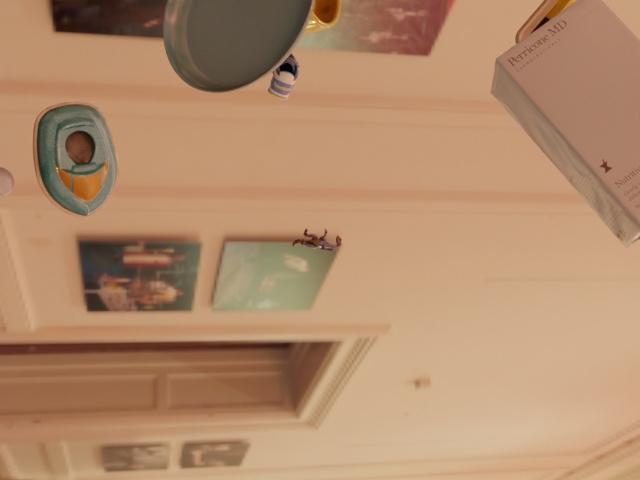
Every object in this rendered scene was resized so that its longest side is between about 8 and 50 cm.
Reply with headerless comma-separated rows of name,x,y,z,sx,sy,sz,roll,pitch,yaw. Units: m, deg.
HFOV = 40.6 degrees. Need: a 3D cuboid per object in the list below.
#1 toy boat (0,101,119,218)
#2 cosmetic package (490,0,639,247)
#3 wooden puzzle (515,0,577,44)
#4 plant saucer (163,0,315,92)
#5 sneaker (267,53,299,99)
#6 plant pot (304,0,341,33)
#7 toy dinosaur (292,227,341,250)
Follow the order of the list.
toy boat,-0.598,-0.160,1.921,0.148,0.318,0.267,12,-63,57
cosmetic package,0.493,-0.206,1.481,0.385,0.217,0.156,51,-2,13
wooden puzzle,0.504,-0.449,1.812,0.238,0.044,0.221,-54,150,-1
plant saucer,-0.134,-0.397,1.475,0.044,0.318,0.317,21,63,-57
sneaker,-0.064,-0.327,1.648,0.144,0.053,0.059,-89,-161,-48
plant pot,-0.110,-0.600,2.042,0.254,0.239,0.253,31,55,-59
toy dinosaur,0.000,0.000,1.827,0.090,0.082,0.047,-7,-112,58
